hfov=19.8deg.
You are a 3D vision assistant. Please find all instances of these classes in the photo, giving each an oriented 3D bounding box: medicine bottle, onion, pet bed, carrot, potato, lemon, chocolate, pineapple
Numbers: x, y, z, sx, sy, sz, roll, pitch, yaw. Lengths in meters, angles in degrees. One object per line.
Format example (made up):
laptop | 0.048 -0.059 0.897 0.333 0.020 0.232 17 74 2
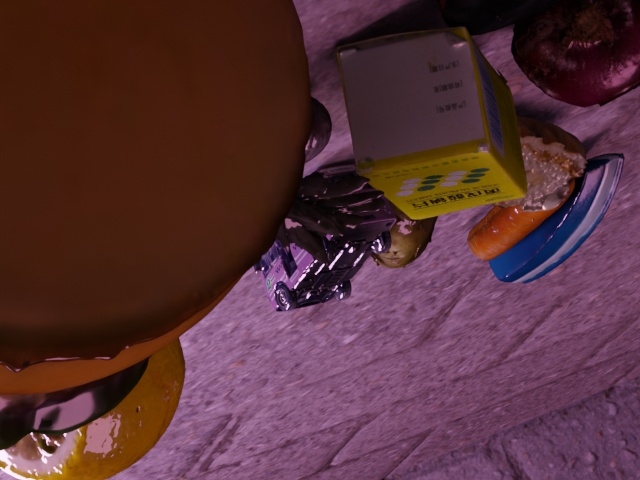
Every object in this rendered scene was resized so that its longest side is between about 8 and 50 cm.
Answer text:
medicine bottle | 0.119 -0.116 1.862 0.137 0.141 0.250 -14 166 13
onion | 0.304 -0.207 1.938 0.173 0.135 0.198 -31 165 22
pet bed | 0.198 -0.263 1.758 0.201 0.053 0.201 -24 162 -8
carrot | 0.275 -0.042 2.495 0.067 0.067 0.225 -16 162 -32
potato | 0.095 -0.024 2.217 0.225 0.090 0.117 84 31 -76
lemon | -0.252 0.134 1.949 0.240 0.240 0.219 -40 172 37
chocolate | -0.047 -0.088 1.873 0.072 0.072 0.167 -11 154 -43
pineapple | -0.098 -0.049 1.688 0.340 0.169 0.169 0 150 -35

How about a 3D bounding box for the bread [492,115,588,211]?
bread | 0.238 -0.100 2.249 0.128 0.088 0.232 -44 151 21

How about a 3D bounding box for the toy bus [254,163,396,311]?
toy bus | 0.000 0.000 2.139 0.096 0.108 0.199 -10 155 -32

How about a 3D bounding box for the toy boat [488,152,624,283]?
toy boat | 0.326 -0.036 2.550 0.062 0.096 0.299 -5 152 -31

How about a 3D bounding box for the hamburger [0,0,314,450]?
hamburger | -0.218 -0.084 1.128 0.396 0.395 0.277 -16 173 -33
